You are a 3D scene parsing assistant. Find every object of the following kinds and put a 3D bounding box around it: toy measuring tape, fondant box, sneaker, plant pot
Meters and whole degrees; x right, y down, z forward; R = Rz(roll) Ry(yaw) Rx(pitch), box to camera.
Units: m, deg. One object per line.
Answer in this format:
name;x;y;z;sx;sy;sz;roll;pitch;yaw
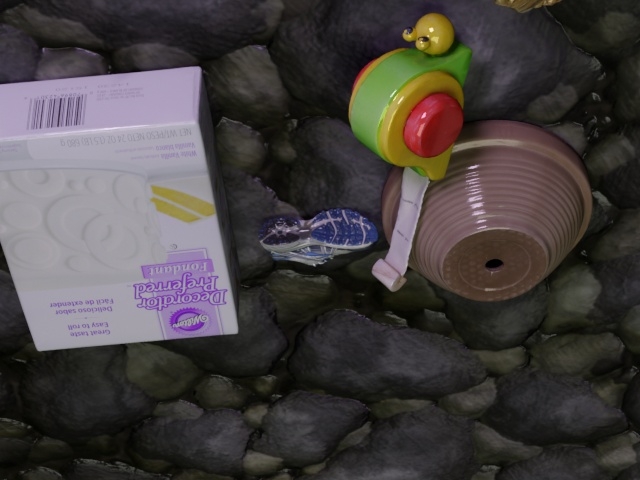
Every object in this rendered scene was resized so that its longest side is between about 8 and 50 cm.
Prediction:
toy measuring tape;0.073;-0.083;1.693;0.121;0.121;0.330;8;121;-10
fondant box;-0.225;-0.027;1.779;0.238;0.096;0.330;-5;136;3
sneaker;0.000;0.000;1.855;0.135;0.052;0.058;0;146;8
plant pot;0.188;-0.011;1.802;0.237;0.109;0.237;-1;134;-1

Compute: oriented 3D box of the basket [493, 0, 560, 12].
basket;0.237;-0.373;1.452;0.299;0.223;0.213;-30;162;25
